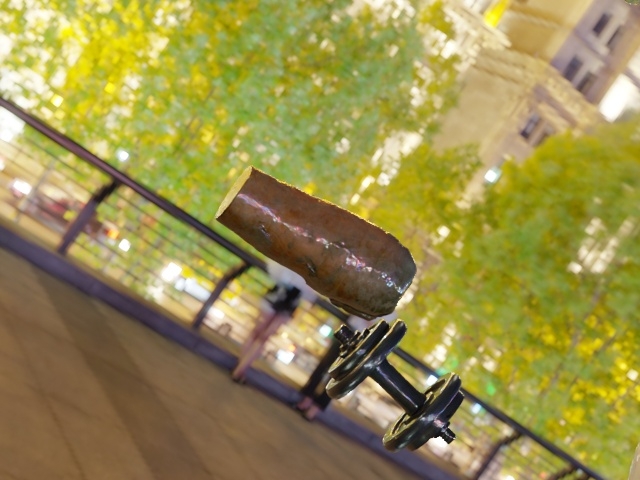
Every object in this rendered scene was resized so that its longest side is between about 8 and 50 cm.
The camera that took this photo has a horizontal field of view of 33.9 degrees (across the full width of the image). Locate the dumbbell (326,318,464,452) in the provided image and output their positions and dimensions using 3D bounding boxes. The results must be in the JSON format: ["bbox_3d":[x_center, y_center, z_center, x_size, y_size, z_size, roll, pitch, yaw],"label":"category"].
[{"bbox_3d":[0.133,0.262,1.896,0.290,0.192,0.192,44,1,0],"label":"dumbbell"}]

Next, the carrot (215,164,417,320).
[{"bbox_3d":[0.000,0.000,1.552,0.302,0.139,0.139,35,1,-8],"label":"carrot"}]

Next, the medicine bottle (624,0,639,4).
[{"bbox_3d":[0.347,-0.351,1.051,0.135,0.215,0.135,-2,4,0],"label":"medicine bottle"}]

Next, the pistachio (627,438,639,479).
[{"bbox_3d":[0.368,0.171,0.863,0.226,0.332,0.208,38,-16,-26],"label":"pistachio"}]
